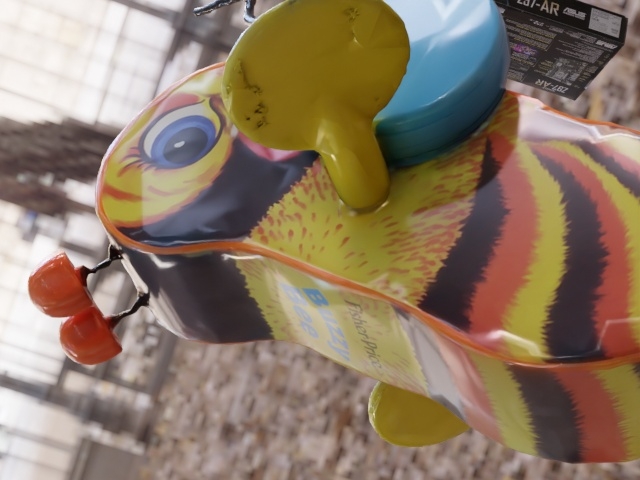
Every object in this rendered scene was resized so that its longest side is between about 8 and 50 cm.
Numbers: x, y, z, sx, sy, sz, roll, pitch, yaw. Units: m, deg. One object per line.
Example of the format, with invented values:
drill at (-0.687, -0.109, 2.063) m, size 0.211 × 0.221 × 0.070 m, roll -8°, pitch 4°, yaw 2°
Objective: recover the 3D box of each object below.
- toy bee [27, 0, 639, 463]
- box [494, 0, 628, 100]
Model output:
toy bee at (0.000, 0.000, 0.534) m, size 0.162 × 0.195 × 0.298 m, roll -43°, pitch 29°, yaw -16°
box at (0.112, -0.108, 0.887) m, size 0.067 × 0.083 × 0.018 m, roll 123°, pitch 162°, yaw -64°
